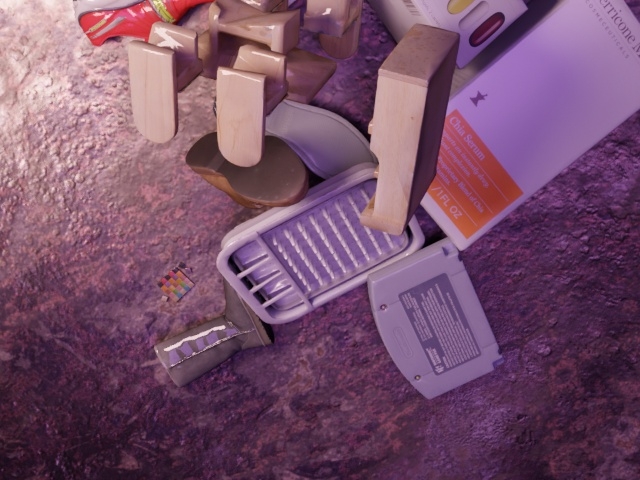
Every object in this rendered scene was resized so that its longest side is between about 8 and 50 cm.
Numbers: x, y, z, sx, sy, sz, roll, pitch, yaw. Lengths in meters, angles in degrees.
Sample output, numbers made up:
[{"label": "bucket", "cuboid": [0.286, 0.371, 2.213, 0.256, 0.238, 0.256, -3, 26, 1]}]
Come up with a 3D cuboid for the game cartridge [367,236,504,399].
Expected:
[{"label": "game cartridge", "cuboid": [0.208, 0.152, 1.639, 0.196, 0.060, 0.294, -27, 115, -1]}]

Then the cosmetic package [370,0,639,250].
[{"label": "cosmetic package", "cuboid": [0.333, -0.222, 1.491, 0.453, 0.161, 0.230, -41, 106, 8]}]

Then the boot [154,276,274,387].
[{"label": "boot", "cuboid": [-0.211, 0.161, 1.629, 0.208, 0.076, 0.190, -20, 106, 10]}]

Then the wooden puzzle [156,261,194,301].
[{"label": "wooden puzzle", "cuboid": [-0.268, 0.080, 1.626, 0.083, 0.006, 0.049, -42, 105, 9]}]

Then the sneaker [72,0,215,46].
[{"label": "sneaker", "cuboid": [-0.261, -0.385, 1.448, 0.279, 0.107, 0.118, -10, 126, 3]}]

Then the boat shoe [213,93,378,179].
[{"label": "boat shoe", "cuboid": [-0.043, -0.183, 1.518, 0.302, 0.091, 0.114, 31, 77, -15]}]

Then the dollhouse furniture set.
[{"label": "dollhouse furniture set", "cuboid": [-0.020, -0.208, 1.306, 0.394, 0.362, 0.256, 18, 131, 15]}]

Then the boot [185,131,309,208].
[{"label": "boot", "cuboid": [-0.100, -0.100, 1.443, 0.112, 0.305, 0.115, -50, 127, -13]}]

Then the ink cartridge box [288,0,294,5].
[{"label": "ink cartridge box", "cuboid": [-0.050, -0.516, 1.432, 0.208, 0.045, 0.206, -36, 107, 6]}]

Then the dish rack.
[{"label": "dish rack", "cuboid": [0.000, 0.000, 1.533, 0.333, 0.072, 0.285, -27, 142, 5]}]

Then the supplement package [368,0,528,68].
[{"label": "supplement package", "cuboid": [0.158, -0.420, 1.364, 0.145, 0.204, 0.262, -43, 115, -3]}]
